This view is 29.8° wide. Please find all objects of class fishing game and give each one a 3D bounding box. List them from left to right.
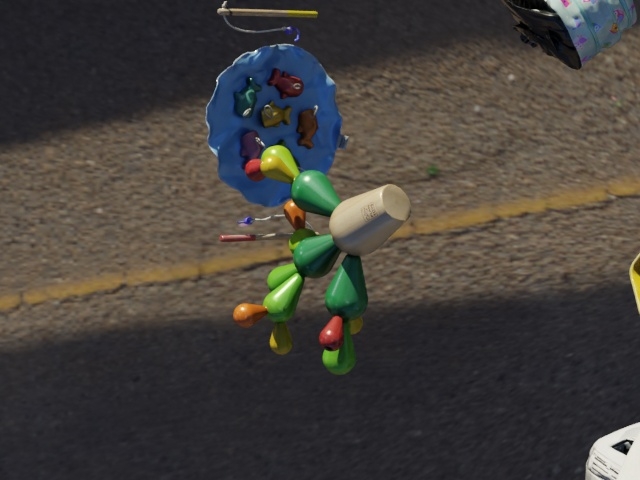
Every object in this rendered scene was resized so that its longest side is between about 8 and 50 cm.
[{"bbox_3d":[-0.042,-0.126,1.331,0.041,0.189,0.264,8,97,50],"label":"fishing game"}]

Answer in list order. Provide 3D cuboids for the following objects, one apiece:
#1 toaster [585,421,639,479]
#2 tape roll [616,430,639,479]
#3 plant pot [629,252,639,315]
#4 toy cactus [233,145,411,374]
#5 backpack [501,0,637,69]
[{"bbox_3d":[0.321,0.257,1.070,0.227,0.129,0.146,25,124,58],"label":"toaster"},{"bbox_3d":[0.331,0.200,0.622,0.392,0.072,0.392,-16,62,34],"label":"tape roll"},{"bbox_3d":[0.548,0.067,1.548,0.212,0.187,0.212,114,160,-46],"label":"plant pot"},{"bbox_3d":[0.000,0.000,1.043,0.180,0.112,0.219,-34,58,44],"label":"toy cactus"},{"bbox_3d":[0.282,-0.285,1.407,0.115,0.152,0.182,-39,37,6],"label":"backpack"}]
